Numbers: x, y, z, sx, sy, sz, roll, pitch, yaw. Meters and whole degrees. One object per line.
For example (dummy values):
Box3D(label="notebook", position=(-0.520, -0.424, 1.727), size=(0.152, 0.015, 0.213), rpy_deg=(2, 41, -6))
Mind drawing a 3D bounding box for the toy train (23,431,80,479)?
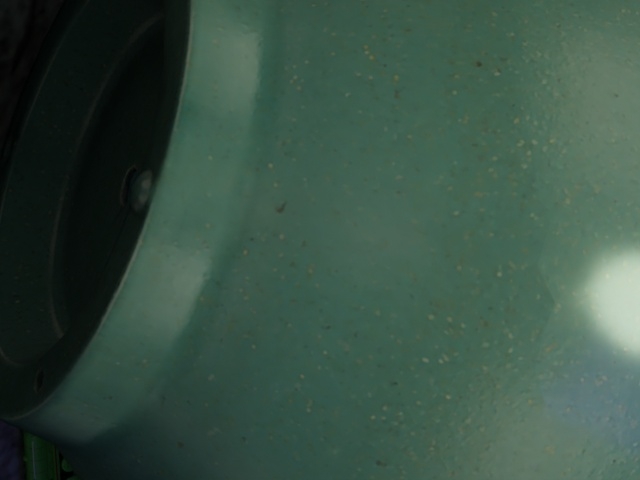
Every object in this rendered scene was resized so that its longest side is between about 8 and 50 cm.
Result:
Box3D(label="toy train", position=(-0.110, 0.072, 0.717), size=(0.024, 0.017, 0.083), rpy_deg=(-19, 127, -30))

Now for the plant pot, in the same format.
Box3D(label="plant pot", position=(0.000, 0.000, 0.615), size=(0.196, 0.293, 0.293), rpy_deg=(17, 101, -26))
